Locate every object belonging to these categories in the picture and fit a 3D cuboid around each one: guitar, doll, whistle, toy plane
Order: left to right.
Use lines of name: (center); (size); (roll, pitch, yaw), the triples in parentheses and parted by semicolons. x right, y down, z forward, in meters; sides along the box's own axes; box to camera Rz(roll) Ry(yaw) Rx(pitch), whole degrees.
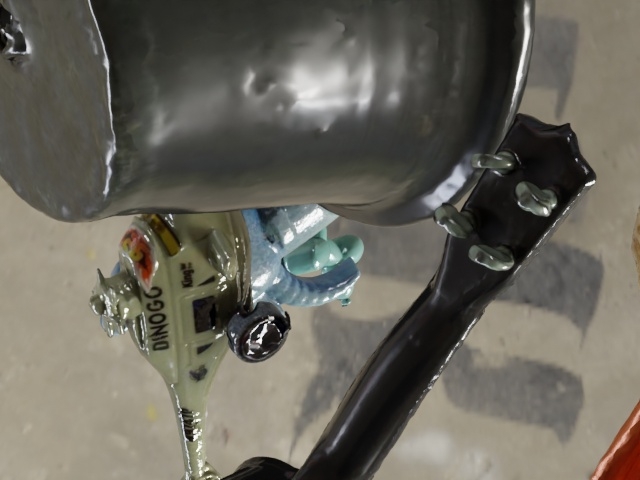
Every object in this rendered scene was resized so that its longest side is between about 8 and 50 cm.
toy plane: (-0.082, 0.072, 0.982); (0.108, 0.092, 0.286); (-20, 132, -22)
whistle: (-0.060, -0.008, 1.262); (0.269, 0.093, 0.180); (-36, 115, -11)
doll: (0.000, 0.000, 1.883); (0.059, 0.158, 0.159); (-17, 82, 23)
guitar: (0.004, 0.073, 0.511); (0.084, 0.038, 0.271); (43, 120, 22)

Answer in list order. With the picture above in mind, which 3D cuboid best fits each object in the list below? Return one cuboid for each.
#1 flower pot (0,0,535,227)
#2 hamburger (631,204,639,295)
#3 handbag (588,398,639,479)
flower pot: (-0.054, -0.094, 0.589); (0.148, 0.235, 0.235); (-23, 119, -31)
hamburger: (0.280, 0.038, 1.182); (0.087, 0.102, 0.176); (-12, 76, -1)
handbag: (0.319, 0.104, 0.956); (0.303, 0.116, 0.410); (-2, 130, -37)
